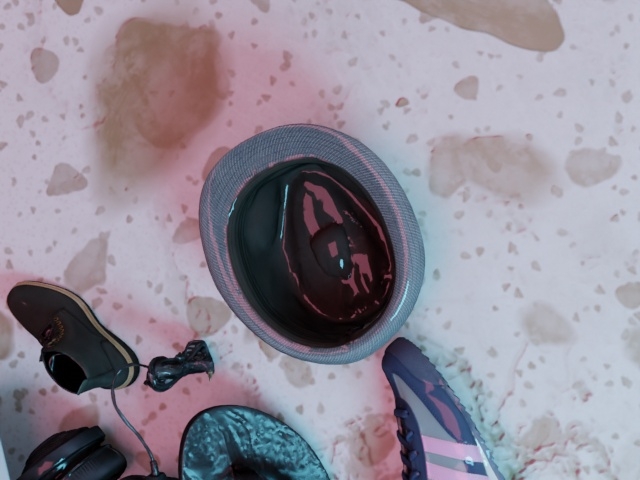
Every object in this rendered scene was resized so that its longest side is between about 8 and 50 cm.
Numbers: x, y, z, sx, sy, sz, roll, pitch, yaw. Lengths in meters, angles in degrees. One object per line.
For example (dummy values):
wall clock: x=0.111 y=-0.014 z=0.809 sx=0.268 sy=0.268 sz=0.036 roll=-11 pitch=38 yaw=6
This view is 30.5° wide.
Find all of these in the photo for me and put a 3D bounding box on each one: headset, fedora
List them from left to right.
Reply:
headset: x=-0.239 y=0.306 z=1.426 sx=0.243 sy=0.185 sz=0.394 roll=28 pitch=113 yaw=17
fedora: x=0.000 y=0.000 z=1.338 sx=0.244 sy=0.124 sz=0.275 roll=-31 pitch=91 yaw=16

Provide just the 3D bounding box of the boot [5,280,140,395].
boot: x=-0.324 y=0.114 z=1.423 sx=0.198 sy=0.137 sz=0.077 roll=30 pitch=98 yaw=14

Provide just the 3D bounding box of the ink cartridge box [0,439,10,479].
ink cartridge box: x=-0.443 y=0.317 z=1.403 sx=0.117 sy=0.201 sz=0.278 roll=-11 pitch=78 yaw=-29

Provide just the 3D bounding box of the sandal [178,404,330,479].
sandal: x=-0.018 y=0.386 z=1.329 sx=0.167 sy=0.107 sz=0.446 roll=-24 pitch=90 yaw=-21

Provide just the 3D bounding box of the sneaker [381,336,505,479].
sneaker: x=0.126 y=0.267 z=1.298 sx=0.131 sy=0.112 sz=0.319 roll=-27 pitch=82 yaw=-9
